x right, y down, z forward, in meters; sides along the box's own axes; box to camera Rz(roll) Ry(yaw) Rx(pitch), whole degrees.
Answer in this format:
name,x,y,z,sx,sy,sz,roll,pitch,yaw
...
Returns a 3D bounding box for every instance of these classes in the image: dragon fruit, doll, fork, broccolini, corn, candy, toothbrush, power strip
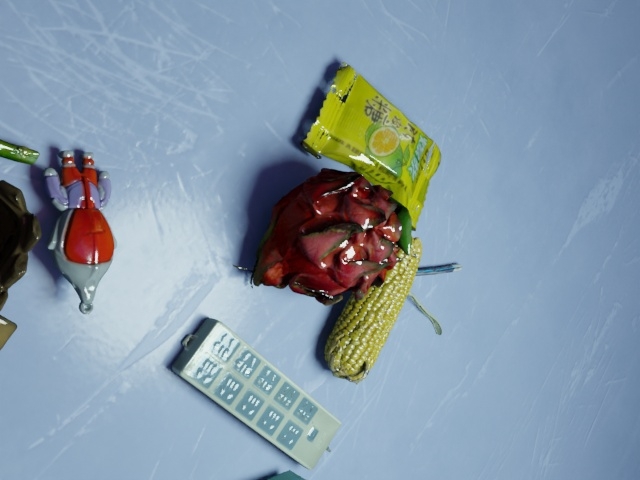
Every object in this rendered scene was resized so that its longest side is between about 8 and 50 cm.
name,x,y,z,sx,sy,sz,roll,pitch,yaw
dragon fruit,0.000,0.000,1.076,0.292,0.234,0.234,-22,107,-9
doll,-0.331,-0.012,0.918,0.102,0.075,0.228,-4,87,-44
fork,0.191,0.128,1.317,0.219,0.034,0.028,52,56,-37
broccolini,-0.482,-0.136,0.817,0.254,0.057,0.072,26,54,-44
corn,0.096,0.117,1.199,0.106,0.106,0.293,27,87,-34
candy,0.109,-0.166,1.210,0.297,0.081,0.187,33,74,-32
toothbrush,0.179,0.065,1.316,0.287,0.024,0.026,-3,97,-35
power strip,-0.094,0.272,1.131,0.367,0.043,0.106,45,70,-29

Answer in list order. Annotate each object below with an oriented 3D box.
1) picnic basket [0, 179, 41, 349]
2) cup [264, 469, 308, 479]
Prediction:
name,x,y,z,sx,sy,sz,roll,pitch,yaw
picnic basket,-0.456,0.019,0.692,0.254,0.321,0.291,43,68,-26
cup,-0.120,0.471,1.079,0.235,0.148,0.134,-18,77,-34
